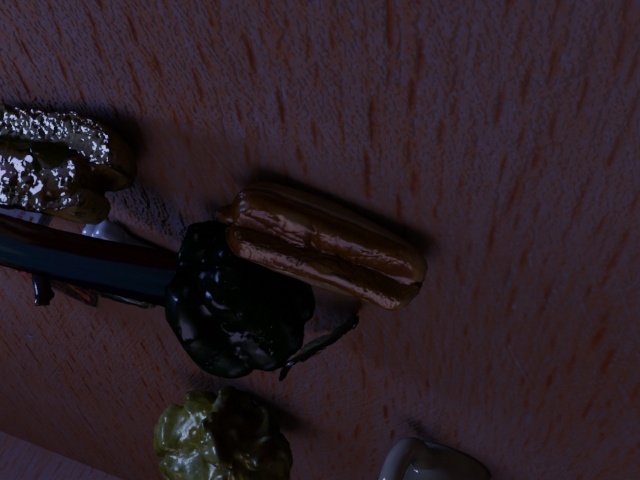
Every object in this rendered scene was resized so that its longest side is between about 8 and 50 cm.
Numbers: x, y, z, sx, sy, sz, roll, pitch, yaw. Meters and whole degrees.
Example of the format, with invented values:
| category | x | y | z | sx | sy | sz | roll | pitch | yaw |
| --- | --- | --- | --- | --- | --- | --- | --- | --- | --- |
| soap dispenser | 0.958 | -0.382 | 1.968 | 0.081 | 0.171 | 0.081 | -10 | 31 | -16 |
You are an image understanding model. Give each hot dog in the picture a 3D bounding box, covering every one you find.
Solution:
| category | x | y | z | sx | sy | sz | roll | pitch | yaw |
| --- | --- | --- | --- | --- | --- | --- | --- | --- | --- |
| hot dog | 0.000 | 0.000 | 1.056 | 0.249 | 0.076 | 0.102 | 19 | 116 | 4 |

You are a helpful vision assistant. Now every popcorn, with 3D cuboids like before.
| category | x | y | z | sx | sy | sz | roll | pitch | yaw |
| --- | --- | --- | --- | --- | --- | --- | --- | --- | --- |
| popcorn | -0.179 | 0.399 | 1.776 | 0.270 | 0.224 | 0.258 | 9 | 143 | 39 |

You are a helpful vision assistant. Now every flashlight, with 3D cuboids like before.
| category | x | y | z | sx | sy | sz | roll | pitch | yaw |
| --- | --- | --- | --- | --- | --- | --- | --- | --- | --- |
| flashlight | -0.247 | 0.033 | 1.344 | 0.200 | 0.047 | 0.093 | 26 | 153 | -4 |

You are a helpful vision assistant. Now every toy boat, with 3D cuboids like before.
| category | x | y | z | sx | sy | sz | roll | pitch | yaw |
| --- | --- | --- | --- | --- | --- | --- | --- | --- | --- |
| toy boat | -0.296 | 0.016 | 1.172 | 0.392 | 0.079 | 0.136 | 19 | 175 | -41 |

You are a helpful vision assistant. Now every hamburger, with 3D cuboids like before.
| category | x | y | z | sx | sy | sz | roll | pitch | yaw |
| --- | --- | --- | --- | --- | --- | --- | --- | --- | --- |
| hamburger | -0.317 | -0.088 | 1.118 | 0.262 | 0.124 | 0.131 | 11 | 176 | 34 |

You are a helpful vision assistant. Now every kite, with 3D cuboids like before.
| category | x | y | z | sx | sy | sz | roll | pitch | yaw |
| --- | --- | --- | --- | --- | --- | --- | --- | --- | --- |
| kite | -0.425 | 0.088 | 1.633 | 0.222 | 0.008 | 0.125 | 4 | 148 | 34 |

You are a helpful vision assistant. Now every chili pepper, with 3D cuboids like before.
| category | x | y | z | sx | sy | sz | roll | pitch | yaw |
| --- | --- | --- | --- | --- | --- | --- | --- | --- | --- |
| chili pepper | -0.088 | 0.087 | 1.196 | 0.165 | 0.174 | 0.261 | -17 | 137 | 18 |

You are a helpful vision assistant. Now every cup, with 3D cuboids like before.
| category | x | y | z | sx | sy | sz | roll | pitch | yaw |
| --- | --- | --- | --- | --- | --- | --- | --- | --- | --- |
| cup | 0.184 | 0.452 | 1.591 | 0.173 | 0.202 | 0.255 | 17 | 152 | 14 |

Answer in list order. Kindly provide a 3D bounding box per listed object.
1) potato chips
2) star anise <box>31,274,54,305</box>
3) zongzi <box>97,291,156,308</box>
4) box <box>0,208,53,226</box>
| category | x | y | z | sx | sy | sz | roll | pitch | yaw |
| --- | --- | --- | --- | --- | --- | --- | --- | --- | --- |
| potato chips | -0.009 | 0.149 | 1.290 | 0.209 | 0.142 | 0.026 | -38 | 83 | 40 |
| star anise | -0.575 | 0.040 | 1.508 | 0.346 | 0.148 | 0.237 | 14 | 109 | 20 |
| zongzi | -0.290 | 0.050 | 1.411 | 0.109 | 0.055 | 0.119 | 14 | 141 | 13 |
| box | -0.445 | -0.045 | 1.357 | 0.117 | 0.051 | 0.036 | 17 | 160 | 11 |
